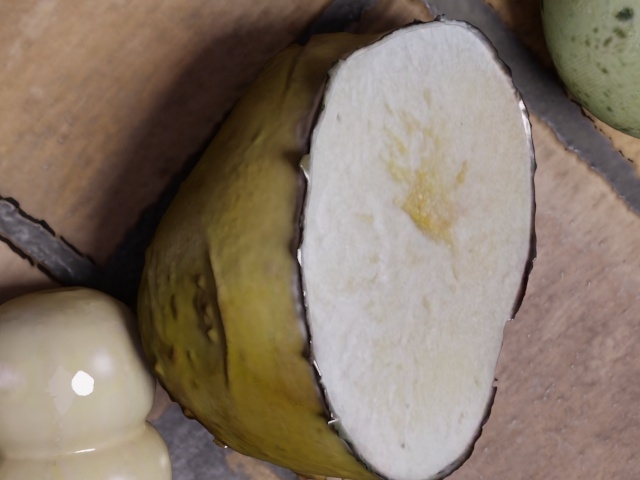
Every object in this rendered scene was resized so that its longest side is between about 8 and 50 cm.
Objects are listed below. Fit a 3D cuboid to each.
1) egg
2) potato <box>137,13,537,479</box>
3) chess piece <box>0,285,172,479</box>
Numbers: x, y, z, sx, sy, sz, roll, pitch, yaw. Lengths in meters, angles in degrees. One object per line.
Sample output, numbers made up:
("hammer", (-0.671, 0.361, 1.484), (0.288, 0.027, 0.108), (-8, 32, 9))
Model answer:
("egg", (0.232, -0.177, 0.812), (0.177, 0.177, 0.228), (-16, 94, -12))
("potato", (0.000, 0.000, 0.788), (0.246, 0.196, 0.300), (41, 59, -41))
("chess piece", (-0.165, 0.180, 0.806), (0.167, 0.167, 0.300), (-8, 99, -15))
